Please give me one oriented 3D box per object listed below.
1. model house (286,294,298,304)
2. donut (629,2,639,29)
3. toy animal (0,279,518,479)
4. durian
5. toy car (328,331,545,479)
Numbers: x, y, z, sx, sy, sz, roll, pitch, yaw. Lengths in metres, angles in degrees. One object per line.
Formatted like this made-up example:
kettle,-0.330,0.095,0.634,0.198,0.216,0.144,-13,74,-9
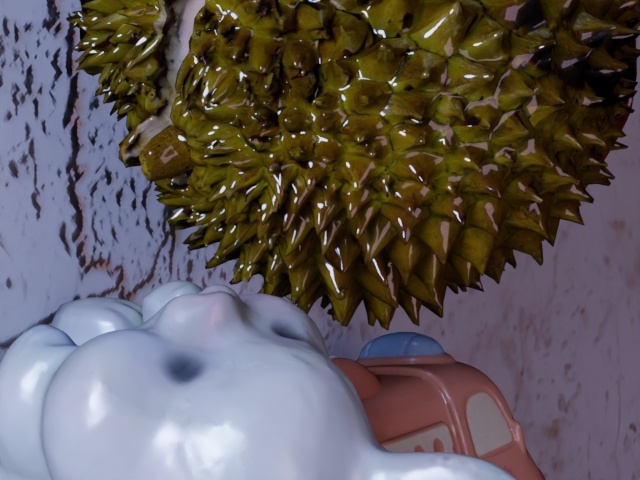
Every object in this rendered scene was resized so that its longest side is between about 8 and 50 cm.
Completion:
model house,0.000,0.000,1.215,0.083,0.057,0.058,-51,127,-37
donut,0.169,-0.280,1.316,0.330,0.160,0.330,7,80,-47
toy animal,-0.067,0.146,0.914,0.196,0.367,0.241,-21,100,-48
durian,0.029,-0.119,1.019,0.384,0.347,0.348,-34,120,-38
toy car,0.046,0.180,1.212,0.270,0.180,0.212,-10,93,-50
